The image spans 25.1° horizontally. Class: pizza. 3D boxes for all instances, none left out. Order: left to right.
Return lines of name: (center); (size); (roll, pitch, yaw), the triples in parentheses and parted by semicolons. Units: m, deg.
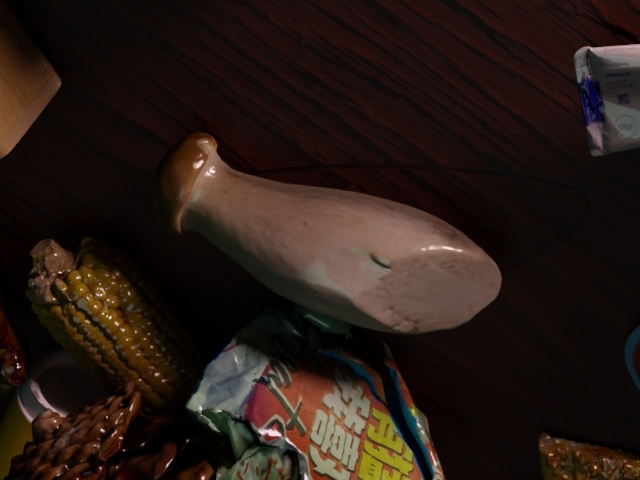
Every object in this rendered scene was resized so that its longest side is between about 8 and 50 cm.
pizza: (0.305, 0.263, 1.494); (0.131, 0.041, 0.178); (-16, 117, 28)

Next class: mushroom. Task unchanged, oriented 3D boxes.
mushroom: (0.000, 0.000, 1.378); (0.350, 0.128, 0.128); (23, 129, 10)

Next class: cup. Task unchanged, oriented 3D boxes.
cup: (-0.308, 0.267, 1.651); (0.196, 0.196, 0.279); (26, 122, 2)

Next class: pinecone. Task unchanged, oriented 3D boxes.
pinecone: (-0.202, 0.280, 1.427); (0.264, 0.264, 0.264); (10, 127, 14)

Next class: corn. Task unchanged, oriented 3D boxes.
corn: (-0.193, 0.122, 1.541); (0.119, 0.119, 0.322); (-25, 110, 33)

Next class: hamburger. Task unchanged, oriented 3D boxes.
hamburger: (-0.012, 0.209, 1.460); (0.276, 0.261, 0.150); (51, 136, 11)

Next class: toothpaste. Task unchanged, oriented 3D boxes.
toothpaste: (0.371, -0.130, 1.154); (0.323, 0.066, 0.100); (-6, 118, 17)

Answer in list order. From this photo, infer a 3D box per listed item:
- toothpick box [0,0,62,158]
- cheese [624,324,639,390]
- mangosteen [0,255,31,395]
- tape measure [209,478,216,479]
toothpick box: (-0.406, -0.216, 1.350); (0.187, 0.190, 0.308); (-17, 121, 30)
cheese: (0.368, 0.167, 1.403); (0.106, 0.037, 0.256); (-9, 119, 28)
mangosteen: (-0.415, 0.085, 1.521); (0.265, 0.228, 0.228); (30, 131, 22)
tape measure: (-0.167, 0.381, 1.644); (0.245, 0.232, 0.149); (-49, 60, 26)
